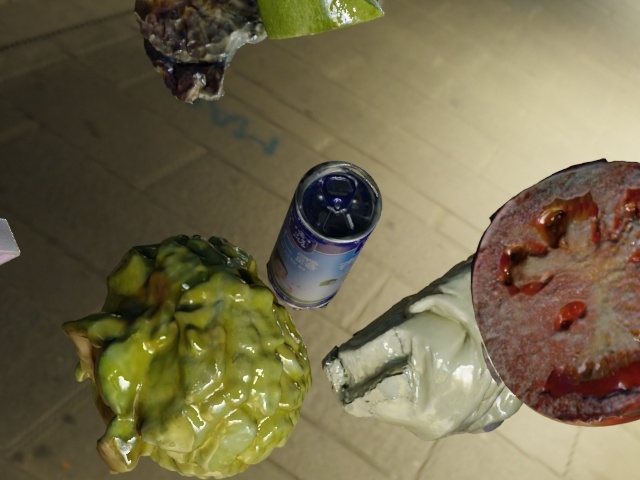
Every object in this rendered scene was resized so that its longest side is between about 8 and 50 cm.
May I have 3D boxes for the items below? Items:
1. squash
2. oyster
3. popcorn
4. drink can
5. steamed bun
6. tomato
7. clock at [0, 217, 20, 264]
[{"bbox_3d":[-0.028,-0.395,1.603,0.170,0.252,0.093,-9,17,15],"label":"squash"},{"bbox_3d":[-0.183,-0.330,1.825,0.271,0.100,0.275,8,54,20],"label":"oyster"},{"bbox_3d":[-0.134,0.123,1.300,0.258,0.270,0.224,5,-28,25],"label":"popcorn"},{"bbox_3d":[0.000,0.000,1.383,0.097,0.235,0.097,4,69,-10],"label":"drink can"},{"bbox_3d":[0.208,0.174,1.865,0.237,0.394,0.346,55,-12,3],"label":"steamed bun"},{"bbox_3d":[0.237,0.044,1.025,0.225,0.225,0.085,49,18,31],"label":"tomato"},{"bbox_3d":[-0.570,0.029,1.854,0.063,0.197,0.150,67,11,8],"label":"clock"}]
